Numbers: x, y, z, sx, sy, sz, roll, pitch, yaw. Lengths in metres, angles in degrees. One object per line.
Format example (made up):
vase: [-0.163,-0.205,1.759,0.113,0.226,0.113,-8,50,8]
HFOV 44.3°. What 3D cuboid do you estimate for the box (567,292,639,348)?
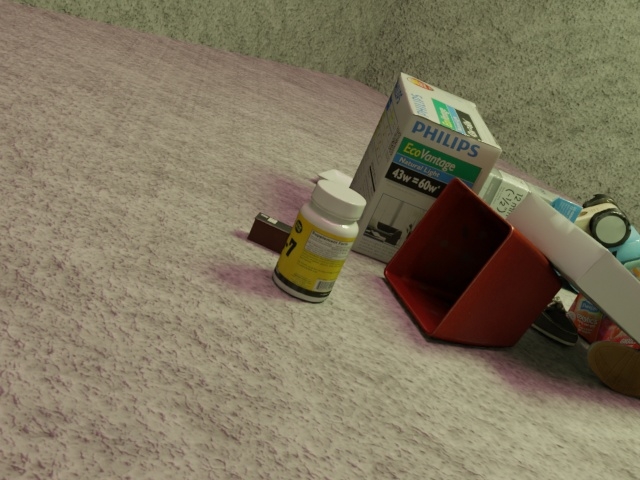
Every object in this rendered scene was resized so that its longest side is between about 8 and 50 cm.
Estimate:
box: [0.752,0.191,1.992,0.257,0.128,0.122,8,25,-41]

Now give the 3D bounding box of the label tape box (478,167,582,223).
label tape box: [0.500,-0.037,2.109,0.348,0.249,0.115,23,19,-2]

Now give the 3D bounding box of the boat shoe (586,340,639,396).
boat shoe: [0.688,0.285,1.728,0.277,0.098,0.096,27,15,-15]

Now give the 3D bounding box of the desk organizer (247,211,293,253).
desk organizer: [-0.082,-0.005,1.637,0.130,0.050,0.047,25,19,2]

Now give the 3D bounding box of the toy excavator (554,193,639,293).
toy excavator: [0.874,0.095,2.296,0.433,0.445,0.222,-15,14,14]

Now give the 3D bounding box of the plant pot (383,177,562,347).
plant pot: [0.337,0.074,1.653,0.236,0.267,0.267,29,15,-28]

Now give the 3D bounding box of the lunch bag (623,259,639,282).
lunch bag: [0.946,0.130,2.068,0.262,0.160,0.223,42,-12,-2]

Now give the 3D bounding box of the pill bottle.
pill bottle: [0.000,0.000,1.478,0.119,0.208,0.119,22,19,-8]

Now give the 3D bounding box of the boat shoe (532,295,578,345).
boat shoe: [0.514,0.129,1.921,0.112,0.095,0.335,11,23,-34]

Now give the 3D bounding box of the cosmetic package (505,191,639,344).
cosmetic package: [0.595,0.083,1.680,0.377,0.097,0.284,37,9,-30]

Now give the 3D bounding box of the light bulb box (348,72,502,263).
light bulb box: [0.233,-0.165,1.919,0.225,0.361,0.358,20,25,-10]

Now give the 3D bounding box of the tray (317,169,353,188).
tray: [0.124,-0.125,2.233,0.270,0.030,0.145,29,20,14]
